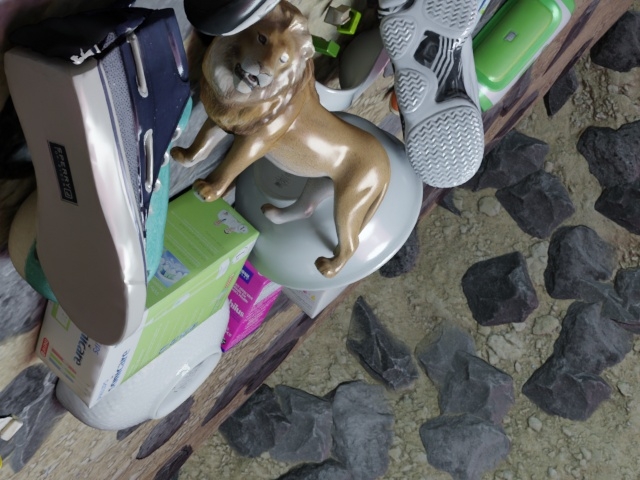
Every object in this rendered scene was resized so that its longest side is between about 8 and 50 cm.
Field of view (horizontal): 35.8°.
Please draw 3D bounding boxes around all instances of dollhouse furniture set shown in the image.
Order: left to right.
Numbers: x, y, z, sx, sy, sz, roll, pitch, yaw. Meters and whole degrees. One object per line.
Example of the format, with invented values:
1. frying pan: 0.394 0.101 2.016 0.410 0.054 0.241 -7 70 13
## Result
1. dollhouse furniture set: 0.019 -0.322 1.309 0.151 0.059 0.076 -69 159 4

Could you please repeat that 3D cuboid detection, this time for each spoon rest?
1. spoon rest: 0.047 -0.251 1.495 0.276 0.084 0.137 -33 161 -50

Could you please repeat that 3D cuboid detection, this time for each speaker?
1. speaker: 0.411 -0.426 2.140 0.296 0.131 0.131 -49 169 4

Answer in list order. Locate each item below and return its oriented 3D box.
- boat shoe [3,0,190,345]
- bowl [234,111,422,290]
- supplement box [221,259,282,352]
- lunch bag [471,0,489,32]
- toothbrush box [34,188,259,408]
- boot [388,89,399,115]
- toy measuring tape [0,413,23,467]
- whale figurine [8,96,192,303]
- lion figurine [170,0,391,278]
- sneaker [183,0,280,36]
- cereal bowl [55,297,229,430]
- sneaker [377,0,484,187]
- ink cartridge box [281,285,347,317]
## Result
1. boat shoe: -0.185 -0.065 0.948 0.158 0.127 0.340 -42 145 -42
2. bowl: -0.010 -0.086 1.455 0.298 0.298 0.134 -46 145 -9
3. supplement box: -0.147 0.086 1.826 0.114 0.111 0.220 -34 162 -47
4. lunch bag: 0.217 -0.378 1.599 0.219 0.090 0.176 -60 179 22
5. toothbrush box: -0.244 0.074 1.401 0.283 0.122 0.206 -39 166 -40
6. boot: 0.183 -0.309 1.884 0.158 0.059 0.084 -53 167 -17
7. toy measuring tape: -0.464 0.293 1.342 0.121 0.121 0.330 -48 169 0
8. whale figurine: -0.216 -0.040 1.079 0.272 0.141 0.216 -53 167 16
9. lion figurine: -0.021 -0.122 1.230 0.240 0.142 0.392 -47 136 12
10. sneaker: -0.056 -0.324 0.900 0.283 0.107 0.124 -54 153 11
11. cereal bowl: -0.273 0.198 1.668 0.339 0.141 0.339 -44 168 -12
12. sneaker: 0.164 -0.270 1.461 0.137 0.365 0.210 -7 -169 7
13. ink cartridge box: 0.000 0.000 1.930 0.168 0.171 0.232 -41 166 -31
